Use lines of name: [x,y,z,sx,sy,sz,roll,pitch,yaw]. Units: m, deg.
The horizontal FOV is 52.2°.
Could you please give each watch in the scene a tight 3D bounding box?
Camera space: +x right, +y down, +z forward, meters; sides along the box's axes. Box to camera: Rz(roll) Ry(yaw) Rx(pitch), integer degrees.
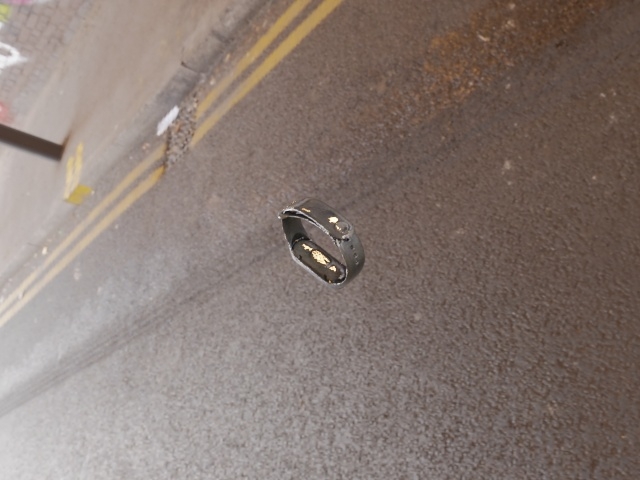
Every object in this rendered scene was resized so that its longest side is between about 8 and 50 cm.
watch: [0.000,0.000,1.313,0.206,0.068,0.192,41,151,24]
